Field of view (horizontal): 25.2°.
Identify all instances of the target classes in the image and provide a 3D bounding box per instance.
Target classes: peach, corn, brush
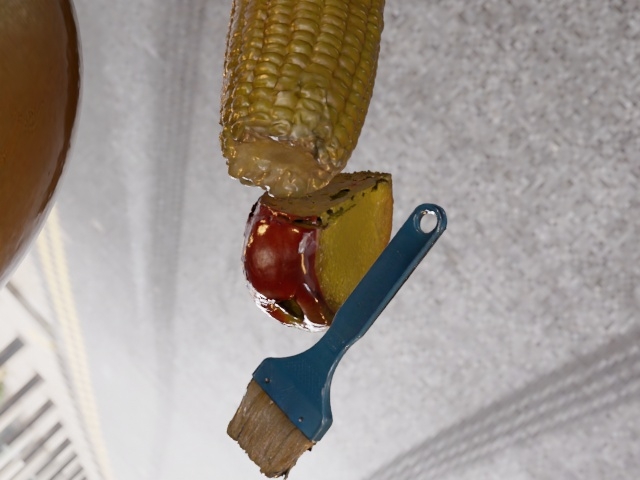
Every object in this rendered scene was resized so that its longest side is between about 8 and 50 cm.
[{"bbox_3d":[-0.006,-0.001,1.209,0.092,0.172,0.127,1,133,27],"label":"peach"},{"bbox_3d":[-0.012,-0.183,1.148,0.131,0.344,0.131,3,143,2],"label":"corn"},{"bbox_3d":[0.011,0.048,0.719,0.051,0.164,0.014,44,-165,28],"label":"brush"}]

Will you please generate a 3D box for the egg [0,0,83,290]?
[{"bbox_3d":[-0.277,-0.069,0.776,0.282,0.351,0.283,11,152,6],"label":"egg"}]
